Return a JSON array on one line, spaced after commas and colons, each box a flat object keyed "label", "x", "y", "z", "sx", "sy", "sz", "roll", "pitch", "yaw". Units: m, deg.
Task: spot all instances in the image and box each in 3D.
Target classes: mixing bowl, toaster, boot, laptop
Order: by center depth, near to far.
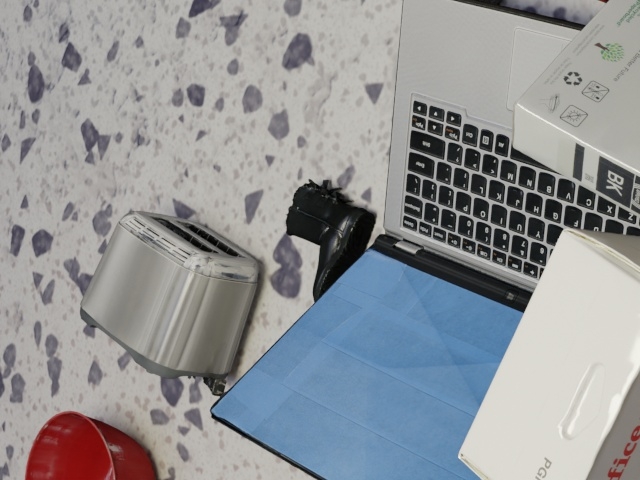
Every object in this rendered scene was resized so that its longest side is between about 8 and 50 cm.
[{"label": "laptop", "x": 0.115, "y": 0.010, "z": 1.444, "sx": 0.382, "sy": 0.236, "sz": 0.407, "roll": 23, "pitch": 115, "yaw": 45}, {"label": "boot", "x": 0.000, "y": 0.000, "z": 1.714, "sx": 0.099, "sy": 0.045, "sz": 0.121, "roll": 29, "pitch": 99, "yaw": 42}, {"label": "toaster", "x": -0.163, "y": 0.062, "z": 1.818, "sx": 0.227, "sy": 0.129, "sz": 0.146, "roll": 32, "pitch": 106, "yaw": 45}, {"label": "mixing bowl", "x": -0.259, "y": 0.292, "z": 1.912, "sx": 0.181, "sy": 0.098, "sz": 0.181, "roll": -8, "pitch": 79, "yaw": 45}]

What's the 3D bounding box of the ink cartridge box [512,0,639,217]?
[{"label": "ink cartridge box", "x": 0.326, "y": -0.063, "z": 1.228, "sx": 0.333, "sy": 0.165, "sz": 0.065, "roll": 32, "pitch": 153, "yaw": 25}]

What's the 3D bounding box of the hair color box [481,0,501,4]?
[{"label": "hair color box", "x": 0.135, "y": -0.305, "z": 1.602, "sx": 0.093, "sy": 0.053, "sz": 0.167, "roll": -40, "pitch": 60, "yaw": 35}]

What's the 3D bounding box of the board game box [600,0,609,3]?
[{"label": "board game box", "x": 0.304, "y": -0.224, "z": 1.352, "sx": 0.170, "sy": 0.141, "sz": 0.048, "roll": 4, "pitch": 88, "yaw": 47}]

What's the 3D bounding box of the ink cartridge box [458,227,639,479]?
[{"label": "ink cartridge box", "x": 0.268, "y": 0.109, "z": 1.248, "sx": 0.117, "sy": 0.283, "sz": 0.207, "roll": 38, "pitch": 112, "yaw": 42}]
